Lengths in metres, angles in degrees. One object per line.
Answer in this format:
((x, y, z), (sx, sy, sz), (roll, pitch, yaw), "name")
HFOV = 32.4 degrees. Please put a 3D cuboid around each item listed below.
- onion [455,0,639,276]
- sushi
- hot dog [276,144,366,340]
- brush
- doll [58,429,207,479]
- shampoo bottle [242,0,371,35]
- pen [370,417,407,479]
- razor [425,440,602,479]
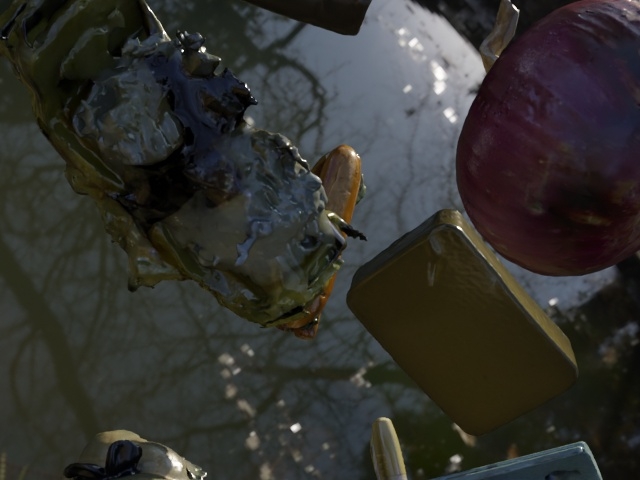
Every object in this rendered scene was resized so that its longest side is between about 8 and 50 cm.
((0.162, -0.062, 0.680), (0.177, 0.153, 0.177), (-19, 112, -55), "onion")
((-0.099, -0.053, 0.736), (0.139, 0.131, 0.291), (-50, 117, -23), "sushi")
((0.000, 0.000, 1.349), (0.068, 0.100, 0.249), (22, 72, -15), "hot dog")
((0.125, 0.074, 0.971), (0.197, 0.123, 0.059), (48, 21, -18), "brush")
((-0.201, 0.331, 1.166), (0.247, 0.247, 0.349), (50, 4, -3), "doll")
((-0.111, -0.290, 1.011), (0.350, 0.084, 0.125), (20, 50, -7), "shampoo bottle")
((0.091, 0.323, 1.283), (0.032, 0.040, 0.233), (3, 70, -39), "pen")
((0.093, 0.204, 0.488), (0.232, 0.106, 0.068), (-93, 158, -44), "razor")
